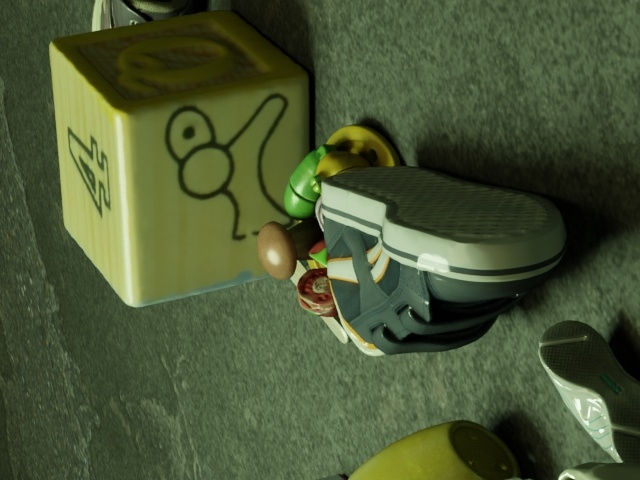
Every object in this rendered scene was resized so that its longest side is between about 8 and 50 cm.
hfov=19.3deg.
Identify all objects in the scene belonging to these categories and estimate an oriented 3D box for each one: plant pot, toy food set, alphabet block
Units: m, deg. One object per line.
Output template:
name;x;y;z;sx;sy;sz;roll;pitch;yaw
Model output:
plant pot;0.101;0.195;1.454;0.095;0.134;0.134;-52;49;28
toy food set;0.000;0.000;1.595;0.128;0.071;0.218;56;142;26
alphabet block;-0.128;-0.080;1.734;0.193;0.192;0.197;41;138;51

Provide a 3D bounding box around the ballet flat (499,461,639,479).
ballet flat;0.167;0.211;1.223;0.409;0.147;0.147;-17;86;51

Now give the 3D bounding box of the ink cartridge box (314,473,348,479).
ink cartridge box;0.020;0.326;1.754;0.127;0.072;0.175;33;131;59

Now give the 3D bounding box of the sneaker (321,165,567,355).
sneaker;0.090;0.025;1.368;0.321;0.126;0.127;-151;55;-72

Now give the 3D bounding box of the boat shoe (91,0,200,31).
boat shoe;-0.169;-0.233;1.861;0.092;0.103;0.285;-152;59;-67

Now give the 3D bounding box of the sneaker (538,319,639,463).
sneaker;0.204;0.119;1.257;0.152;0.054;0.061;53;172;36
